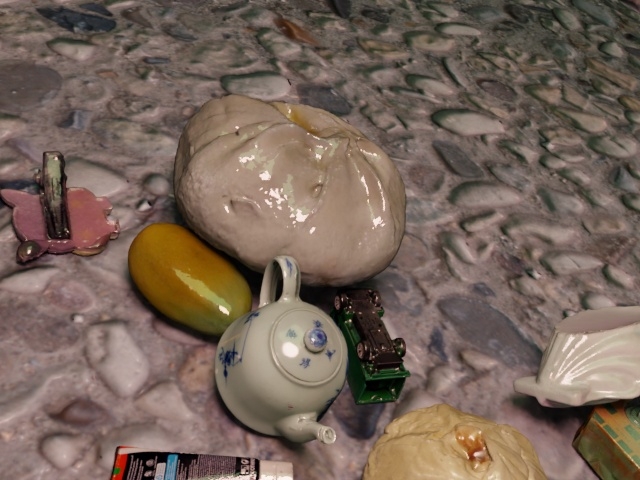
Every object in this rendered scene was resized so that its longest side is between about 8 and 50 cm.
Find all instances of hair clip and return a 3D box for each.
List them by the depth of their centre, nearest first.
[{"bbox_3d":[-0.363,-0.043,1.094,0.146,0.056,0.187,-5,53,-29],"label":"hair clip"}]

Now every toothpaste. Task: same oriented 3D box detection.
[{"bbox_3d":[-0.127,0.252,0.838,0.193,0.045,0.071,5,32,-8],"label":"toothpaste"}]

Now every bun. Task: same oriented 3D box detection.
[{"bbox_3d":[0.158,0.265,0.862,0.220,0.134,0.220,8,38,-7],"label":"bun"},{"bbox_3d":[-0.030,-0.083,1.086,0.354,0.194,0.354,18,25,-9],"label":"bun"}]

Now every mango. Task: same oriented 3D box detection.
[{"bbox_3d":[-0.166,0.053,1.014,0.130,0.092,0.194,-10,44,-47],"label":"mango"}]

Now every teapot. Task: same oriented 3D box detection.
[{"bbox_3d":[-0.032,0.131,0.907,0.159,0.159,0.232,-2,65,-24],"label":"teapot"}]

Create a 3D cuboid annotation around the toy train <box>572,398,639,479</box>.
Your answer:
[{"bbox_3d":[0.412,0.283,0.997,0.099,0.072,0.188,-11,47,-34],"label":"toy train"}]

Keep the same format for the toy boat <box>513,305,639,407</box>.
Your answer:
[{"bbox_3d":[0.392,0.149,1.056,0.290,0.100,0.199,-12,5,-34],"label":"toy boat"}]

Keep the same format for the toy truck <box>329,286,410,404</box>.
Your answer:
[{"bbox_3d":[0.061,0.131,1.028,0.065,0.079,0.147,-1,43,-22],"label":"toy truck"}]
